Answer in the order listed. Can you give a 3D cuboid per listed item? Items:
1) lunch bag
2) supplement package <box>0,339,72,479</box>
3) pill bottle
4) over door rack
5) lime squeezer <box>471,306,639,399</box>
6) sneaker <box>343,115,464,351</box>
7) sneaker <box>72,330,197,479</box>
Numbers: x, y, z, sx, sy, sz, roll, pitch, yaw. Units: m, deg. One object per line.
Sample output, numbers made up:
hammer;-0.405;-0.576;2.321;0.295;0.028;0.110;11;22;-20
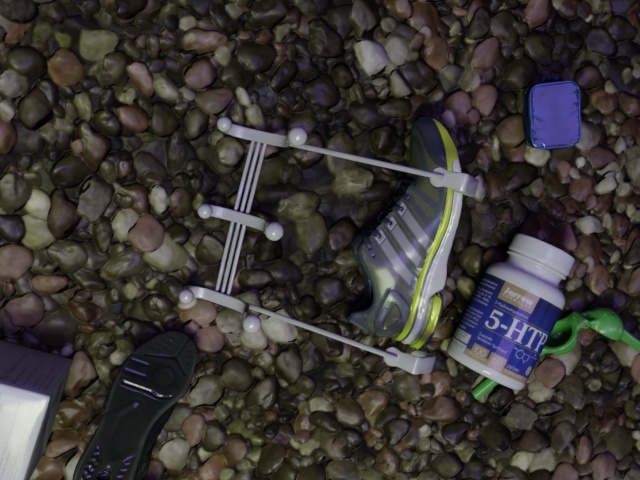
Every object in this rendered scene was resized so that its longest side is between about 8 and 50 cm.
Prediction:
lunch bag;0.305;-0.170;0.899;0.067;0.065;0.099;-2;98;6
supplement package;-0.434;0.183;0.767;0.243;0.139;0.134;18;94;-12
pill bottle;0.256;0.091;0.895;0.111;0.112;0.187;26;91;-12
over door rack;0.000;0.000;0.791;0.324;0.108;0.240;15;94;13
lime squeezer;0.361;0.148;0.959;0.310;0.059;0.110;-8;130;-10
sneaker;0.104;-0.011;0.861;0.121;0.111;0.300;8;93;-7
sneaker;-0.231;0.223;0.843;0.087;0.130;0.228;25;64;-7
